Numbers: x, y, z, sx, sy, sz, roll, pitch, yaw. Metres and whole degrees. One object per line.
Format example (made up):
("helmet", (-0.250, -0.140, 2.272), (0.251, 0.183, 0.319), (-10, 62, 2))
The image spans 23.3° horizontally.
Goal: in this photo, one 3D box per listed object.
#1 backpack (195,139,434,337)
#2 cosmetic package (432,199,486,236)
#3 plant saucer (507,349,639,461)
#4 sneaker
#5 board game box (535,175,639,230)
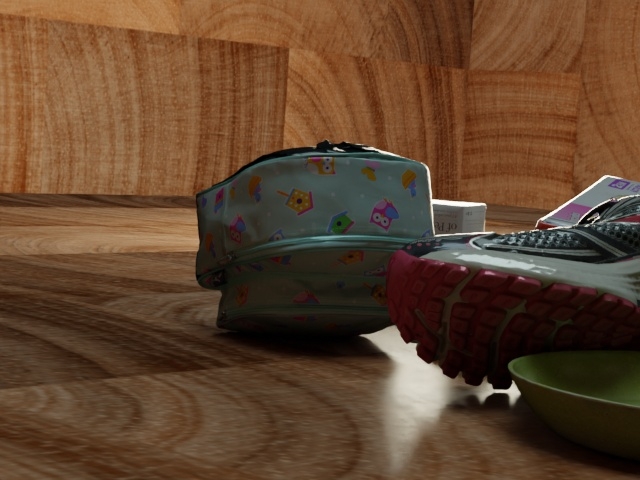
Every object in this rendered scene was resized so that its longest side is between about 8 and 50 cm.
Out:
("backpack", (0.000, 0.000, 1.182), (0.166, 0.144, 0.188), (4, -19, -23))
("cosmetic package", (0.051, 0.001, 1.630), (0.239, 0.099, 0.060), (6, 7, 30))
("plant saucer", (0.225, 0.097, 0.876), (0.241, 0.037, 0.241), (3, 5, 0))
("sneaker", (0.178, 0.026, 1.022), (0.299, 0.112, 0.121), (2, -37, -24))
("board game box", (0.350, 0.027, 1.244), (0.316, 0.064, 0.242), (14, 16, 20))
